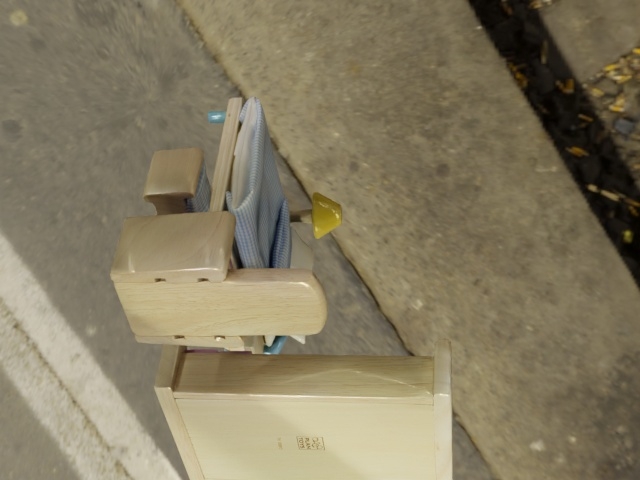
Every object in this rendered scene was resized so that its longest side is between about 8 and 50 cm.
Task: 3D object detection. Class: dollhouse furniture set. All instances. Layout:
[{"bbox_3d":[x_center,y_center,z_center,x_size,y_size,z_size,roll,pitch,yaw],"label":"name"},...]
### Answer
[{"bbox_3d":[0.000,0.000,0.779,0.198,0.303,0.286,-1,138,7],"label":"dollhouse furniture set"}]
